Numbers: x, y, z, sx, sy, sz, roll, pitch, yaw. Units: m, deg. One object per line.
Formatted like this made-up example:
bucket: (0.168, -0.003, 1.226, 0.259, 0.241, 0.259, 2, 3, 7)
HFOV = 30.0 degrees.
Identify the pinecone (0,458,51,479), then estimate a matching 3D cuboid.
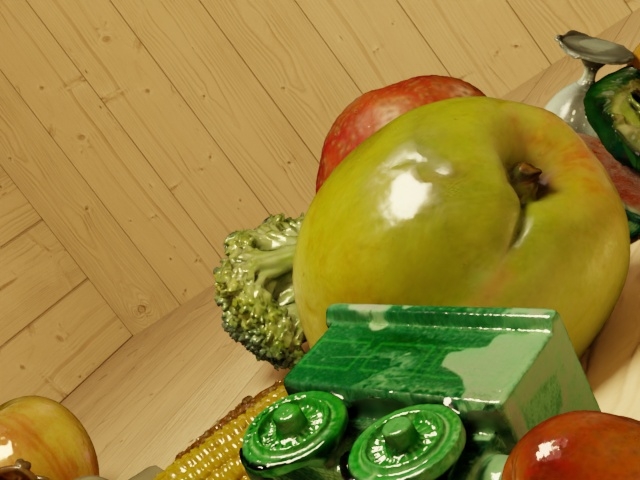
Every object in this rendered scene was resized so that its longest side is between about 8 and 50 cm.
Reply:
pinecone: (-0.450, 0.411, 1.595, 0.257, 0.243, 0.243, -44, 9, -24)

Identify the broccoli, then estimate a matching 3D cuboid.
broccoli: (-0.011, 0.033, 1.860, 0.397, 0.275, 0.353, -17, 53, 66)

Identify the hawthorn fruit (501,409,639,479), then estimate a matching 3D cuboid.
hawthorn fruit: (0.168, 0.161, 0.690, 0.125, 0.140, 0.125, -43, 37, 45)

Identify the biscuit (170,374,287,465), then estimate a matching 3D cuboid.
biscuit: (-0.115, 0.272, 1.639, 0.305, 0.038, 0.305, -36, 7, 5)

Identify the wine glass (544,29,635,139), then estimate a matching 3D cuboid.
wine glass: (0.326, -0.148, 1.536, 0.103, 0.103, 0.222, -48, -29, -59)

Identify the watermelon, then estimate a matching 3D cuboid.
watermelon: (0.330, -0.067, 1.396, 0.202, 0.136, 0.207, -44, 23, -13)

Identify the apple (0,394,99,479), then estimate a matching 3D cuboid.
apple: (-0.496, 0.392, 1.938, 0.286, 0.233, 0.286, -32, 5, 3)

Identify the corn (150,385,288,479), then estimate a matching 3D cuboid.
corn: (-0.064, 0.239, 1.281, 0.363, 0.120, 0.120, -37, 7, -9)

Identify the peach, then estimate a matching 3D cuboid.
peach: (0.123, 0.021, 1.139, 0.314, 0.281, 0.315, -49, 4, -36)

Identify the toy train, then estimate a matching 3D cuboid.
toy train: (0.067, 0.155, 0.898, 0.266, 0.145, 0.202, -1, 34, 44)

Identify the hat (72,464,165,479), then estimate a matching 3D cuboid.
hat: (-0.312, 0.365, 1.749, 0.147, 0.085, 0.175, -31, 2, 36)

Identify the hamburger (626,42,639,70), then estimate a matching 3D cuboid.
hamburger: (0.479, -0.219, 1.490, 0.283, 0.156, 0.144, -27, 12, 45)

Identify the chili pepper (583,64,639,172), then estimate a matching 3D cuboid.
chili pepper: (0.390, -0.117, 1.357, 0.148, 0.116, 0.264, -17, 27, -7)

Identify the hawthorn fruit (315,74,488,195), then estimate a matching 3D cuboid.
hawthorn fruit: (0.124, -0.032, 1.511, 0.285, 0.285, 0.369, -32, 28, 34)
